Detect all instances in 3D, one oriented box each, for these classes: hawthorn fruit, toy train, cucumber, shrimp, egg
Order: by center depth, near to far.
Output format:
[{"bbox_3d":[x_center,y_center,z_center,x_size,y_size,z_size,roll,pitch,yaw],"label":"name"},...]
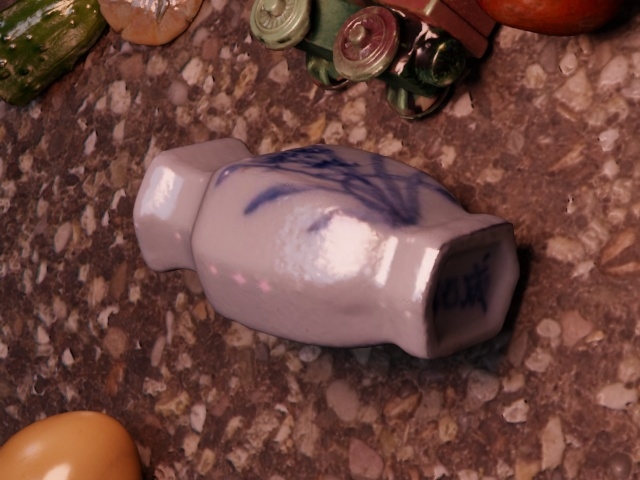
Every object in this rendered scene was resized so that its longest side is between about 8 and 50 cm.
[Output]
[{"bbox_3d":[0.245,-0.278,1.524,0.188,0.169,0.169,15,92,3],"label":"hawthorn fruit"},{"bbox_3d":[0.062,-0.273,1.694,0.304,0.150,0.221,26,88,42],"label":"toy train"},{"bbox_3d":[-0.316,0.319,1.852,0.201,0.201,0.244,41,99,37],"label":"egg"},{"bbox_3d":[-0.235,-0.399,1.962,0.178,0.075,0.289,-20,84,18],"label":"shrimp"},{"bbox_3d":[-0.359,-0.293,2.065,0.244,0.134,0.134,-30,63,20],"label":"cucumber"}]

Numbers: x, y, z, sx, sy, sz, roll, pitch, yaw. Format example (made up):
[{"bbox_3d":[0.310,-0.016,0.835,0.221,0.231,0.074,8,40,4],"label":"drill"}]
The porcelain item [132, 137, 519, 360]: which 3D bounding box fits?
[{"bbox_3d":[0.000,0.000,1.623,0.405,0.242,0.178,16,111,38],"label":"porcelain item"}]
